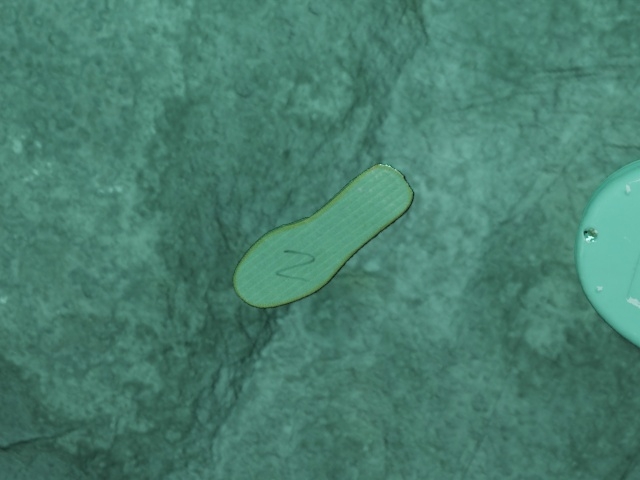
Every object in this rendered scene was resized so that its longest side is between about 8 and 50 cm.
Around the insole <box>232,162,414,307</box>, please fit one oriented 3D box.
[{"bbox_3d":[0.000,0.000,1.431,0.188,0.004,0.064,-37,97,29],"label":"insole"}]

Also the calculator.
[{"bbox_3d":[0.332,0.033,1.306,0.295,0.042,0.184,18,117,13],"label":"calculator"}]
